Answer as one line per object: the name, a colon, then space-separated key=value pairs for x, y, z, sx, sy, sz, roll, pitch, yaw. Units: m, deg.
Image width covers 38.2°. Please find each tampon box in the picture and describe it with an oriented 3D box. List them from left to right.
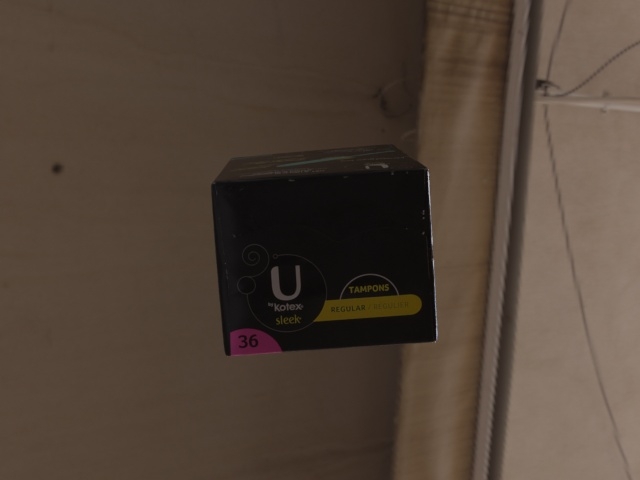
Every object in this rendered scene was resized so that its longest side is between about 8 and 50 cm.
tampon box: x=0.000 y=0.000 z=0.578 sx=0.161 sy=0.120 sz=0.102 roll=-101 pitch=-174 yaw=-80
